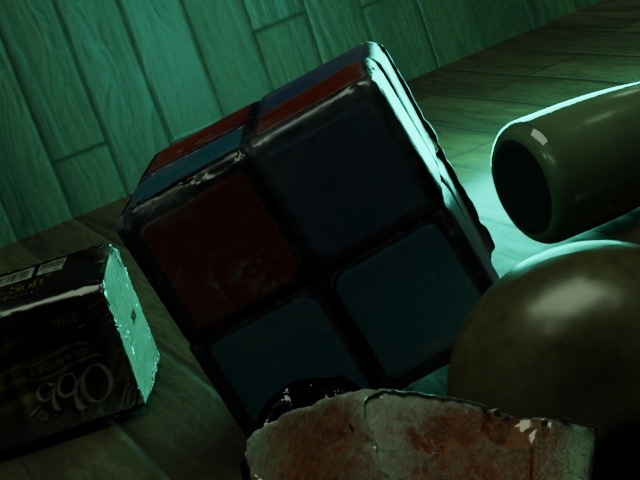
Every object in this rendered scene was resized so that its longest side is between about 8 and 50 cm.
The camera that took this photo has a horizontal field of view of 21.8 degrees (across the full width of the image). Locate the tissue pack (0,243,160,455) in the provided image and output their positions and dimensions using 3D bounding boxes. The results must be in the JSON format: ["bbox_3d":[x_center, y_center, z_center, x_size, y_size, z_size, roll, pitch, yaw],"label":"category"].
[{"bbox_3d":[-0.398,0.149,2.092,0.370,0.198,0.210,-18,12,5],"label":"tissue pack"}]

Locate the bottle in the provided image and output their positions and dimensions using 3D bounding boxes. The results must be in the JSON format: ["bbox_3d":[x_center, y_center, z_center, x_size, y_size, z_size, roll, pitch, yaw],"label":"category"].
[{"bbox_3d":[0.398,-0.122,2.150,0.347,0.168,0.168,-21,14,-24],"label":"bottle"}]

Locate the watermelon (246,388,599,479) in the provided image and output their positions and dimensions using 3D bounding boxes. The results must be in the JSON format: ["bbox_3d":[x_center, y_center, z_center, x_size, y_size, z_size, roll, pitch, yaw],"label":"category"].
[{"bbox_3d":[0.052,0.213,1.238,0.213,0.201,0.261,-22,27,47],"label":"watermelon"}]

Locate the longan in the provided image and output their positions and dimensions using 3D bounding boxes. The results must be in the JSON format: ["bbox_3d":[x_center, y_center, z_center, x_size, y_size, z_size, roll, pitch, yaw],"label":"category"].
[{"bbox_3d":[0.225,0.112,1.411,0.246,0.215,0.246,-46,6,6],"label":"longan"}]

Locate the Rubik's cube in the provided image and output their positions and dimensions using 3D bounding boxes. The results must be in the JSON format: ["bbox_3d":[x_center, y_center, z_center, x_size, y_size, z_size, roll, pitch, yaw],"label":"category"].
[{"bbox_3d":[0.000,0.000,1.818,0.318,0.316,0.313,-29,12,8],"label":"Rubik's cube"}]

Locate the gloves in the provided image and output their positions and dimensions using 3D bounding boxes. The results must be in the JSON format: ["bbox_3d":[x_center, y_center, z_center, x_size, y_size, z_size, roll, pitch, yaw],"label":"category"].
[{"bbox_3d":[-0.008,0.210,1.535,0.164,0.124,0.203,-37,29,24],"label":"gloves"}]
